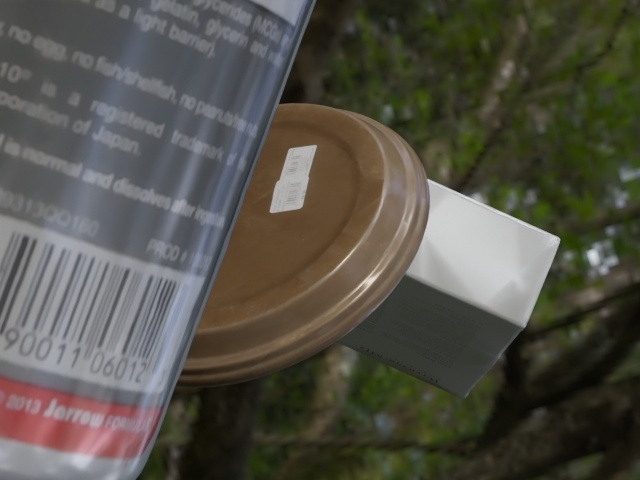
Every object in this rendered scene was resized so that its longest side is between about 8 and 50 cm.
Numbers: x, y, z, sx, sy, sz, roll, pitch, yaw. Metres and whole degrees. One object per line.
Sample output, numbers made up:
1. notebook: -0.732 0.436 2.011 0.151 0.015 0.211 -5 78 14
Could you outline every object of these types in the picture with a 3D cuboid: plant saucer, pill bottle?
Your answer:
1. plant saucer: -0.055 -0.009 1.402 0.278 0.277 0.041 -102 169 -50
2. pill bottle: -0.102 -0.110 0.662 0.210 0.210 0.363 21 89 -84

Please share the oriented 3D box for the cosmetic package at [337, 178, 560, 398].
1. cosmetic package: 0.000 0.000 1.709 0.284 0.377 0.097 112 2 -70
